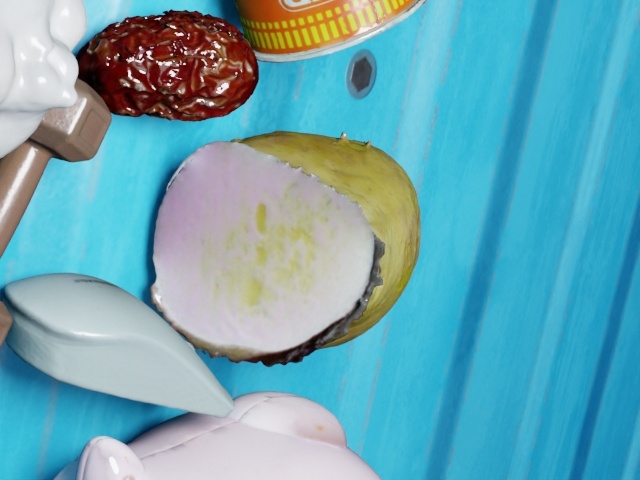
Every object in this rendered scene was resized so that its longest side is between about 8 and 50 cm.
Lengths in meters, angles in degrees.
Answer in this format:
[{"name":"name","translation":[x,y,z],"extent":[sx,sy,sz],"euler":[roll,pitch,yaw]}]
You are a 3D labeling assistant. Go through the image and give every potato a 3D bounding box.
[{"name":"potato","translation":[0.000,0.000,1.050],"extent":[0.266,0.229,0.229],"euler":[-12,114,-65]}]

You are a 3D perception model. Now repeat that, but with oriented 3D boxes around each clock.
[{"name":"clock","translation":[-0.092,0.320,0.992],"extent":[0.376,0.250,0.368],"euler":[19,88,-53]}]

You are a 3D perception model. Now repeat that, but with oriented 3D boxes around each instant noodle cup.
[{"name":"instant noodle cup","translation":[-0.018,-0.291,0.927],"extent":[0.193,0.193,0.212],"euler":[-44,127,-32]}]

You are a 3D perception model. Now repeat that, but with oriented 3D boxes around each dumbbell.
[{"name":"dumbbell","translation":[-0.239,-0.022,0.806],"extent":[0.092,0.082,0.231],"euler":[58,55,-73]}]

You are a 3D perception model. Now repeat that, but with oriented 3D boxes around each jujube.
[{"name":"jujube","translation":[-0.122,-0.145,0.898],"extent":[0.166,0.104,0.104],"euler":[-10,111,-50]}]

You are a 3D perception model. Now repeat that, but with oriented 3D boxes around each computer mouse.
[{"name":"computer mouse","translation":[-0.163,0.084,0.912],"extent":[0.231,0.128,0.079],"euler":[27,93,-49]}]

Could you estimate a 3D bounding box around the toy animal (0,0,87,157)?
[{"name":"toy animal","translation":[-0.242,-0.175,0.681],"extent":[0.272,0.205,0.265],"euler":[-56,157,-51]}]
